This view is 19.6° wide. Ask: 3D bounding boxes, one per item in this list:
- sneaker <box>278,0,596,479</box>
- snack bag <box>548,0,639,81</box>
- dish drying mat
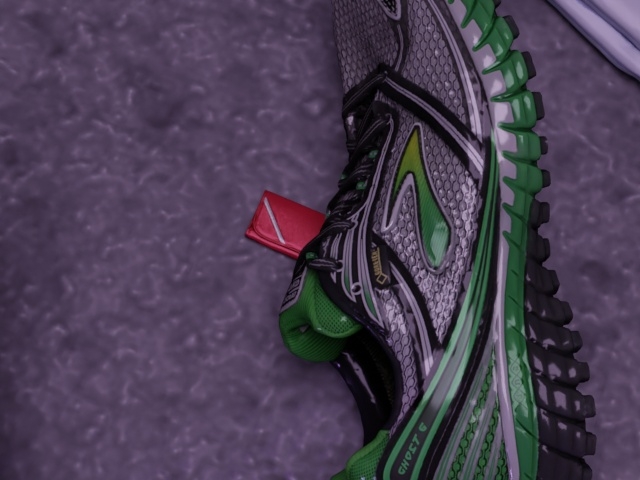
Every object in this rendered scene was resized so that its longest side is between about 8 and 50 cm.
[{"bbox_3d":[0.047,-0.010,1.008,0.146,0.134,0.343,-5,73,-14],"label":"sneaker"},{"bbox_3d":[0.190,-0.311,1.173,0.342,0.037,0.323,43,75,10],"label":"snack bag"},{"bbox_3d":[0.000,0.000,1.075,0.083,0.008,0.032,23,71,3],"label":"dish drying mat"}]
